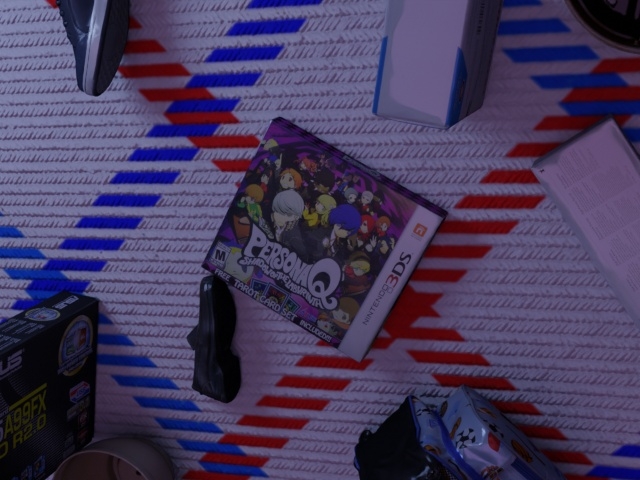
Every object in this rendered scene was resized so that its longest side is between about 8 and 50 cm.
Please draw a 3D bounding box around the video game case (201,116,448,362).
[{"bbox_3d":[0.000,0.000,1.079,0.232,0.042,0.210,31,110,7],"label":"video game case"}]

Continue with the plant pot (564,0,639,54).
[{"bbox_3d":[0.309,-0.263,0.845,0.167,0.165,0.167,5,107,17],"label":"plant pot"}]

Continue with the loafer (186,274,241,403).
[{"bbox_3d":[-0.143,0.124,1.148,0.061,0.062,0.170,4,104,21],"label":"loafer"}]

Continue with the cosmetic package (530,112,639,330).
[{"bbox_3d":[0.331,-0.008,0.963,0.099,0.060,0.239,-33,93,20],"label":"cosmetic package"}]

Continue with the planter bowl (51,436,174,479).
[{"bbox_3d":[-0.259,0.329,1.212,0.162,0.109,0.162,5,106,16],"label":"planter bowl"}]

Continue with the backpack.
[{"bbox_3d":[0.173,0.306,1.008,0.213,0.276,0.263,-38,94,9],"label":"backpack"}]

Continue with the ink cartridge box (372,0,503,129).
[{"bbox_3d":[0.122,-0.196,0.907,0.082,0.190,0.139,12,107,15],"label":"ink cartridge box"}]

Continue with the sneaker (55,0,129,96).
[{"bbox_3d":[-0.310,-0.289,1.065,0.163,0.086,0.226,8,97,4],"label":"sneaker"}]

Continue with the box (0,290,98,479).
[{"bbox_3d":[-0.373,0.205,1.127,0.060,0.270,0.216,12,107,15],"label":"box"}]
